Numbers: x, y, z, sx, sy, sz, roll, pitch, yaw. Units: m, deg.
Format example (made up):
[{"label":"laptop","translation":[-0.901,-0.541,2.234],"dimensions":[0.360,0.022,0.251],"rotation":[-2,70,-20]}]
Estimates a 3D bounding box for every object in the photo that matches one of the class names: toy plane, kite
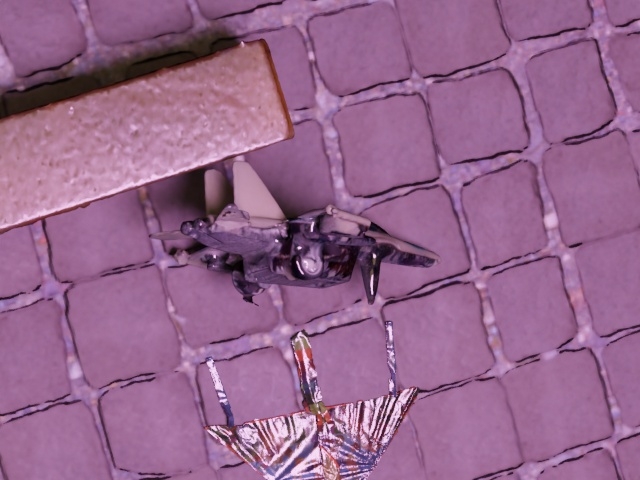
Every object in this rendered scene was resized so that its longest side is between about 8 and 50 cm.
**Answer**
[{"label":"toy plane","translation":[-0.001,0.011,1.555],"dimensions":[0.262,0.192,0.088],"rotation":[20,66,-37]},{"label":"kite","translation":[-0.003,0.152,1.618],"dimensions":[0.183,0.010,0.160],"rotation":[-10,92,-13]}]

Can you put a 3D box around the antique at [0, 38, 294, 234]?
[{"label":"antique","translation":[-0.182,-0.072,1.533],"dimensions":[0.310,0.093,0.087],"rotation":[-19,94,-13]}]
